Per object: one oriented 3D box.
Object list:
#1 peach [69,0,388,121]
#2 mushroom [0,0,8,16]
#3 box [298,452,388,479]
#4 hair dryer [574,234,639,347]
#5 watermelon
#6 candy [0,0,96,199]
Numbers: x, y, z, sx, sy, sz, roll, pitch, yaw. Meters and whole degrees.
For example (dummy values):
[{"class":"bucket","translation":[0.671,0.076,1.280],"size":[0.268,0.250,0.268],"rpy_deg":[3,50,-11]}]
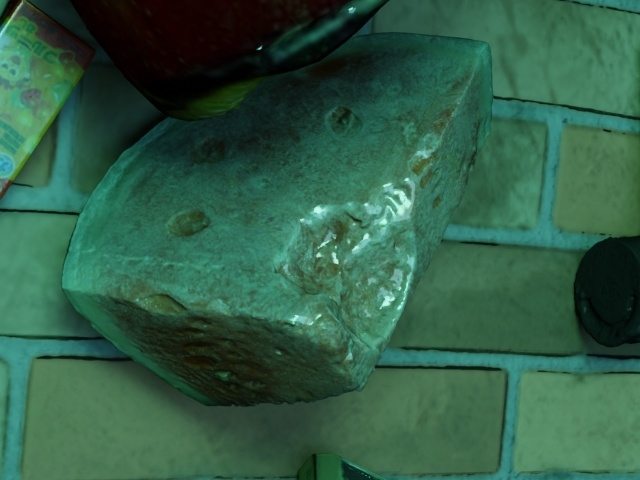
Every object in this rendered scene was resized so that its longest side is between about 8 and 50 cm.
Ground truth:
[{"class":"peach","translation":[-0.008,-0.270,0.754],"size":[0.353,0.339,0.416],"rpy_deg":[9,91,-13]},{"class":"mushroom","translation":[-0.236,-0.139,0.779],"size":[0.081,0.092,0.223],"rpy_deg":[39,78,-36]},{"class":"box","translation":[0.073,0.289,0.888],"size":[0.211,0.270,0.045],"rpy_deg":[31,122,-23]},{"class":"hair dryer","translation":[0.304,-0.047,1.062],"size":[0.197,0.089,0.251],"rpy_deg":[-5,90,-26]},{"class":"watermelon","translation":[0.000,0.000,0.847],"size":[0.318,0.226,0.148],"rpy_deg":[-31,134,-10]},{"class":"candy","translation":[-0.203,-0.091,0.827],"size":[0.062,0.038,0.122],"rpy_deg":[36,78,-24]}]
